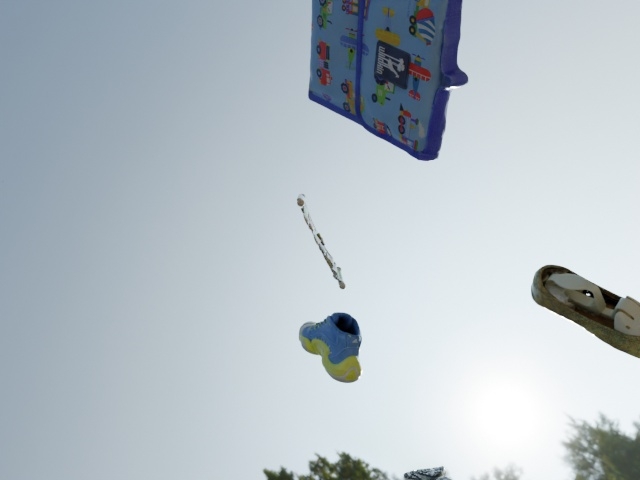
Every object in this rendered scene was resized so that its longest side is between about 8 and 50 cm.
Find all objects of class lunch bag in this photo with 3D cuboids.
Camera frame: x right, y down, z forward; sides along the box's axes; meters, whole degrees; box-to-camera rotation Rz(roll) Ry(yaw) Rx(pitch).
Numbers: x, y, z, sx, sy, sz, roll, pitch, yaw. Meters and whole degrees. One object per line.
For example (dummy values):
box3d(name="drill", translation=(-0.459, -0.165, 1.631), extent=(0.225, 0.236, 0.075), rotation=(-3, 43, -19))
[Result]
box3d(name="lunch bag", translation=(0.105, -0.259, 0.777), extent=(0.138, 0.293, 0.221), rotation=(-14, -52, -23))

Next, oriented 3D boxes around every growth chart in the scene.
box3d(name="growth chart", translation=(0.000, 0.000, 1.257), extent=(0.021, 0.172, 0.237), rotation=(-25, -73, 3))

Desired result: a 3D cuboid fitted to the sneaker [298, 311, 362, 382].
box3d(name="sneaker", translation=(0.030, 0.196, 1.202), extent=(0.091, 0.240, 0.126), rotation=(6, -76, -28))

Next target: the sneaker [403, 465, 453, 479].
box3d(name="sneaker", translation=(0.271, 0.635, 1.387), extent=(0.110, 0.283, 0.122), rotation=(-11, -100, 3))

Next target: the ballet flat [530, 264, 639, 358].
box3d(name="ballet flat", translation=(0.619, 0.150, 1.232), extent=(0.123, 0.348, 0.123), rotation=(-24, -52, -35))
